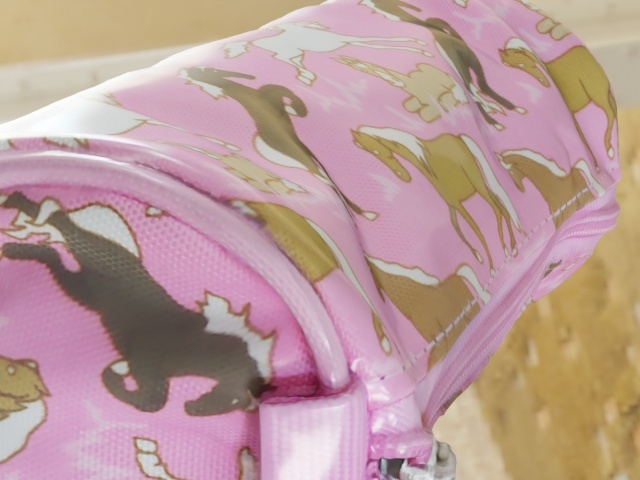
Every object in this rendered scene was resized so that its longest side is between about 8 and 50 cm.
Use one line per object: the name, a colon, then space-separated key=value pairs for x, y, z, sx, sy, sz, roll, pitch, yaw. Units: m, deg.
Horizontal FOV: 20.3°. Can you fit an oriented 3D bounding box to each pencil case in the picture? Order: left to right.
pencil case: x=0.000 y=0.000 z=0.637 sx=0.167 sy=0.160 sz=0.386 roll=57 pitch=24 yaw=-3
